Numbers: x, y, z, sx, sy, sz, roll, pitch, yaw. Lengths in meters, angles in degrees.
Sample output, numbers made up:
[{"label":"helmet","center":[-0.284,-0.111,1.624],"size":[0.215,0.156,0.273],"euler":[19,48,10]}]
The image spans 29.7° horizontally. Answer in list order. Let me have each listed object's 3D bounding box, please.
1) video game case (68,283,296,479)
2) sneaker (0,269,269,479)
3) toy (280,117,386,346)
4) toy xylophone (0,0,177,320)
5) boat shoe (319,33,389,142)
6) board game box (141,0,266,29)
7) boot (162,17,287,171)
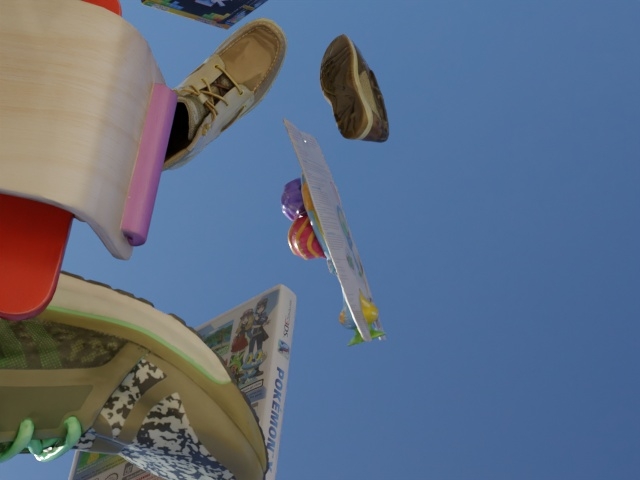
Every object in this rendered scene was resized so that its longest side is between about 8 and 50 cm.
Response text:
[{"label":"video game case","center":[-0.170,0.228,1.373],"size":[0.329,0.036,0.300],"euler":[-29,-144,31]},{"label":"sneaker","center":[-0.231,0.103,0.781],"size":[0.410,0.158,0.182],"euler":[28,-124,-12]},{"label":"toy","center":[0.000,0.000,1.255],"size":[0.056,0.137,0.237],"euler":[-24,-99,10]},{"label":"toy xylophone","center":[-0.231,-0.104,0.653],"size":[0.322,0.081,0.236],"euler":[18,-112,-1]},{"label":"boat shoe","center":[0.037,-0.157,1.277],"size":[0.056,0.049,0.152],"euler":[-42,-139,33]},{"label":"board game box","center":[-0.145,-0.361,1.672],"size":[0.141,0.170,0.048],"euler":[-27,-111,36]},{"label":"boot","center":[-0.122,-0.152,1.290],"size":[0.213,0.077,0.165],"euler":[-45,-178,9]}]
